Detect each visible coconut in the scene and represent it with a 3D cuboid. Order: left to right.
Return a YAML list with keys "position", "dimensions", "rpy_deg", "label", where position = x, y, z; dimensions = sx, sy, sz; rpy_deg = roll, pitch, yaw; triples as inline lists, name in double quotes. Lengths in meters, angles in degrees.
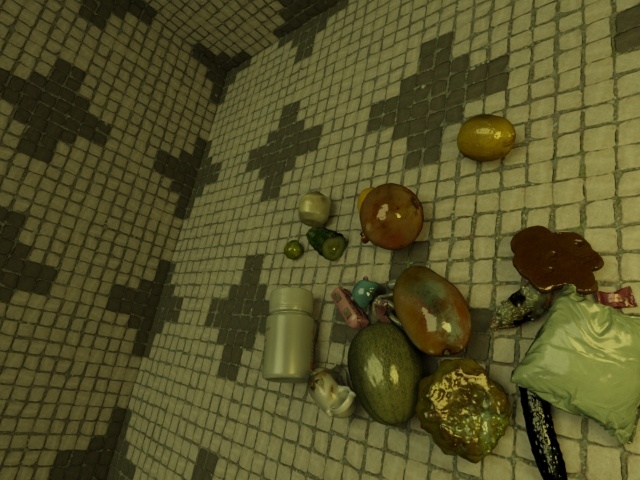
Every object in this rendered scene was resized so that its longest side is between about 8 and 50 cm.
- position: [-0.029, -0.154, 1.992]
  dimensions: [0.161, 0.161, 0.162]
  rpy_deg: [-6, 64, 44]
  label: "coconut"

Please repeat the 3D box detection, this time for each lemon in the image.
- position: [0.212, -0.154, 1.779]
  dimensions: [0.114, 0.114, 0.155]
  rpy_deg: [6, 82, 47]
  label: "lemon"
- position: [0.578, -0.356, 1.464]
  dimensions: [0.207, 0.170, 0.170]
  rpy_deg: [16, 82, 42]
  label: "lemon"

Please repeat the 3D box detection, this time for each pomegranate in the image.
- position: [0.256, -0.080, 1.609]
  dimensions: [0.270, 0.229, 0.252]
  rpy_deg: [-38, 46, 34]
  label: "pomegranate"

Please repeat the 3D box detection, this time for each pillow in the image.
- position: [0.675, 0.293, 1.035]
  dimensions: [0.283, 0.138, 0.310]
  rpy_deg: [29, 90, 27]
  label: "pillow"

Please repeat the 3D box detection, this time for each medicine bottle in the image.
- position: [-0.130, 0.400, 1.774]
  dimensions: [0.211, 0.211, 0.371]
  rpy_deg: [-21, 56, 38]
  label: "medicine bottle"

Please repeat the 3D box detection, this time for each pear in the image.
- position: [-0.136, 0.043, 2.055]
  dimensions: [0.092, 0.092, 0.097]
  rpy_deg: [-10, 64, 43]
  label: "pear"

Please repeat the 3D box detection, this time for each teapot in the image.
- position: [0.052, 0.544, 1.513]
  dimensions: [0.139, 0.204, 0.298]
  rpy_deg: [-44, 13, -1]
  label: "teapot"

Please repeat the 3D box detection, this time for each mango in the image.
- position: [0.358, 0.213, 1.384]
  dimensions: [0.221, 0.199, 0.384]
  rpy_deg: [-24, 35, 11]
  label: "mango"

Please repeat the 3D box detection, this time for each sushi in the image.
- position: [0.590, 0.197, 1.225]
  dimensions: [0.226, 0.103, 0.097]
  rpy_deg: [-48, 60, 20]
  label: "sushi"

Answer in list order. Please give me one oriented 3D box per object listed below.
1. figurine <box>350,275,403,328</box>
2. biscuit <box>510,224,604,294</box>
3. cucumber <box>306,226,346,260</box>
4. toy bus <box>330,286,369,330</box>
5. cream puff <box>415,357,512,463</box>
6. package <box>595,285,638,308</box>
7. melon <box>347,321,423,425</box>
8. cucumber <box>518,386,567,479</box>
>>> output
- position: [0.235, 0.217, 1.574]
  dimensions: [0.260, 0.103, 0.205]
  rpy_deg: [34, 98, 39]
  label: "figurine"
- position: [0.673, 0.057, 1.204]
  dimensions: [0.208, 0.041, 0.290]
  rpy_deg: [-28, 38, 4]
  label: "biscuit"
- position: [0.002, -0.003, 1.917]
  dimensions: [0.244, 0.134, 0.134]
  rpy_deg: [27, 91, 53]
  label: "cucumber"
- position: [0.116, 0.269, 1.678]
  dimensions: [0.063, 0.090, 0.203]
  rpy_deg: [-51, 42, 15]
  label: "toy bus"
- position: [0.408, 0.488, 1.223]
  dimensions: [0.282, 0.185, 0.282]
  rpy_deg: [-1, 69, 2]
  label: "cream puff"
- position: [0.778, 0.154, 1.105]
  dimensions: [0.083, 0.029, 0.059]
  rpy_deg: [-16, 63, 30]
  label: "package"
- position: [0.213, 0.431, 1.377]
  dimensions: [0.248, 0.248, 0.329]
  rpy_deg: [-31, 50, 31]
  label: "melon"
- position: [0.580, 0.490, 1.101]
  dimensions: [0.081, 0.072, 0.303]
  rpy_deg: [-9, 63, 22]
  label: "cucumber"
